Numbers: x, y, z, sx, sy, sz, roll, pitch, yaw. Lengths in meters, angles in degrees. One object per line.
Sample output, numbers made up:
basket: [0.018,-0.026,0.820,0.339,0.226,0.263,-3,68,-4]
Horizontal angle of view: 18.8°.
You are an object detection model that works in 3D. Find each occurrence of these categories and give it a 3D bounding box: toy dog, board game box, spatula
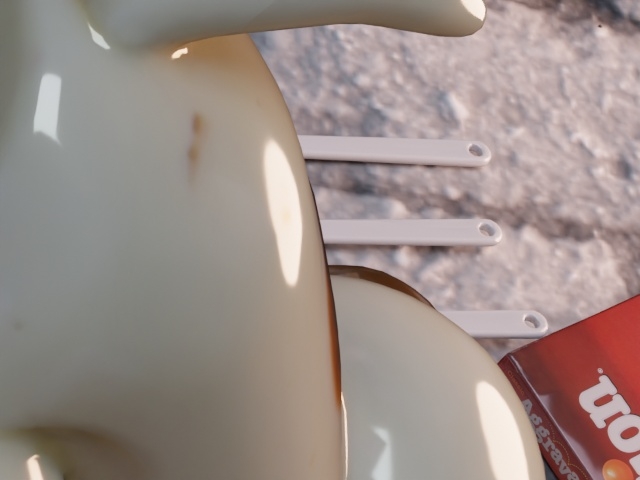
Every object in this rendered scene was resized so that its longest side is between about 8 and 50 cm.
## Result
toy dog: [-0.072,0.055,0.742,0.408,0.395,0.284,40,11,-47]
board game box: [0.221,0.156,1.018,0.145,0.027,0.281,-21,69,-33]
spatula: [0.000,0.000,1.031,0.242,0.019,0.168,2,52,-25]
